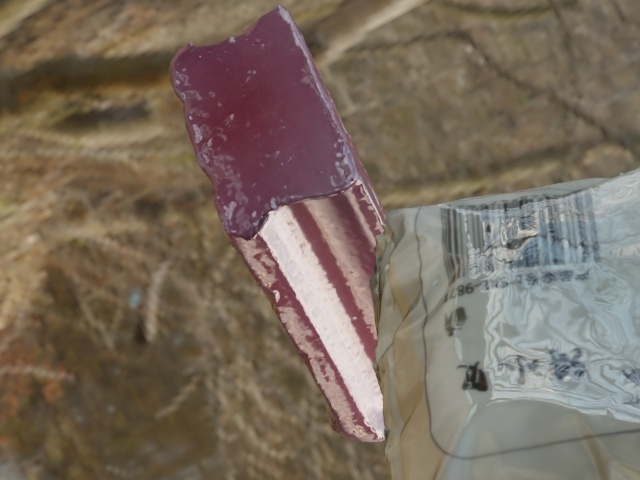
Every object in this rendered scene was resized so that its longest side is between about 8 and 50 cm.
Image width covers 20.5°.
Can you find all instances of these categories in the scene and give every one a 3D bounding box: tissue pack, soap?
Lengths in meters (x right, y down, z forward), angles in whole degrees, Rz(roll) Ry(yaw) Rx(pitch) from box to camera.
[{"bbox_3d":[0.221,0.094,1.205,0.390,0.375,0.195,-89,166,-45],"label":"tissue pack"},{"bbox_3d":[0.000,0.000,1.555,0.359,0.128,0.233,62,5,-49],"label":"soap"}]
